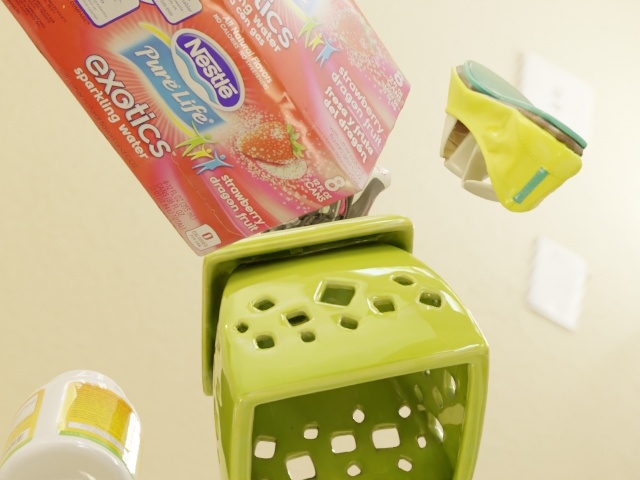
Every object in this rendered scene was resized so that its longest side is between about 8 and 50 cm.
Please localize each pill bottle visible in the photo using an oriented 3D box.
[{"bbox_3d":[-0.243,0.215,1.833,0.136,0.136,0.246,-58,11,12],"label":"pill bottle"}]

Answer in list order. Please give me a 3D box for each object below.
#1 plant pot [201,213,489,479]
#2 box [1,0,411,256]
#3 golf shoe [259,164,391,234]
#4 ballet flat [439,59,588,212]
[{"bbox_3d":[0.005,0.113,1.663,0.227,0.228,0.207,94,161,-47],"label":"plant pot"},{"bbox_3d":[-0.076,-0.135,1.077,0.128,0.257,0.123,-21,26,33],"label":"box"},{"bbox_3d":[0.000,0.000,2.404,0.105,0.120,0.273,61,141,23],"label":"golf shoe"},{"bbox_3d":[0.121,-0.071,1.308,0.077,0.077,0.231,-56,16,8],"label":"ballet flat"}]
